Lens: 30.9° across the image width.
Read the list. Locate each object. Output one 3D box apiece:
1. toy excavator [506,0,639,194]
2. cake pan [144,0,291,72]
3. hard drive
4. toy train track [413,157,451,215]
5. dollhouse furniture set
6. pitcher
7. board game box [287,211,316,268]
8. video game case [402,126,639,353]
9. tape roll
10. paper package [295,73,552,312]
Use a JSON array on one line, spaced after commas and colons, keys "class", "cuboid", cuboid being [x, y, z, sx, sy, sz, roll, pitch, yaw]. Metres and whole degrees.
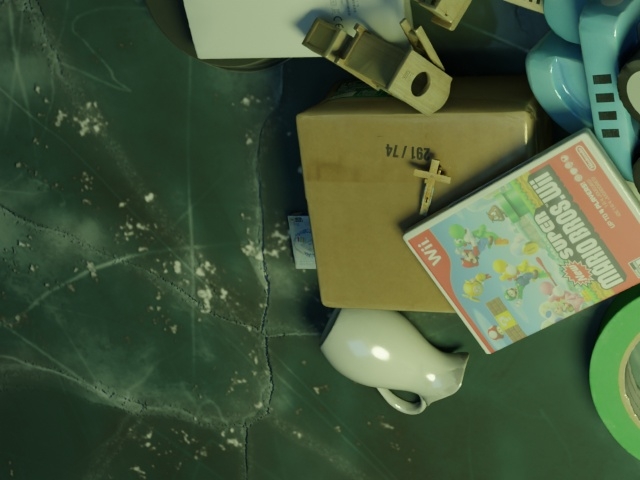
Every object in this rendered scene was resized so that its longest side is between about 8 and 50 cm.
[{"class": "toy excavator", "cuboid": [0.312, -0.278, 1.408, 0.445, 0.222, 0.433, 21, 148, 38]}, {"class": "cake pan", "cuboid": [-0.132, -0.372, 1.633, 0.293, 0.054, 0.293, 8, 116, 17]}, {"class": "hard drive", "cuboid": [-0.038, -0.339, 1.536, 0.308, 0.040, 0.203, 2, 127, 19]}, {"class": "toy train track", "cuboid": [0.142, -0.071, 1.500, 0.048, 0.014, 0.083, 14, 122, 7]}, {"class": "dollhouse furniture set", "cuboid": [0.100, -0.272, 1.485, 0.182, 0.101, 0.161, 36, 98, 43]}, {"class": "pitcher", "cuboid": [0.097, 0.186, 1.774, 0.207, 0.125, 0.177, 27, 136, -6]}, {"class": "board game box", "cuboid": [0.000, 0.000, 1.772, 0.090, 0.020, 0.090, 1, 113, 20]}, {"class": "video game case", "cuboid": [0.272, 0.008, 1.469, 0.285, 0.025, 0.204, -31, 101, 32]}, {"class": "tape roll", "cuboid": [0.543, 0.186, 1.621, 0.321, 0.077, 0.321, 8, 116, 17]}, {"class": "paper package", "cuboid": [0.157, -0.065, 1.599, 0.325, 0.168, 0.309, 1, 112, 21]}]
